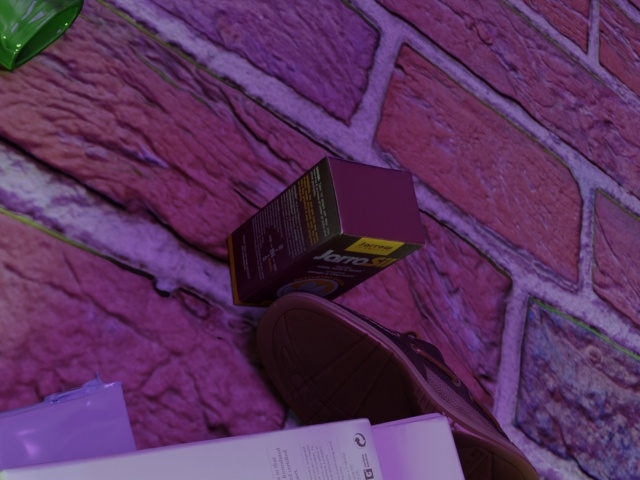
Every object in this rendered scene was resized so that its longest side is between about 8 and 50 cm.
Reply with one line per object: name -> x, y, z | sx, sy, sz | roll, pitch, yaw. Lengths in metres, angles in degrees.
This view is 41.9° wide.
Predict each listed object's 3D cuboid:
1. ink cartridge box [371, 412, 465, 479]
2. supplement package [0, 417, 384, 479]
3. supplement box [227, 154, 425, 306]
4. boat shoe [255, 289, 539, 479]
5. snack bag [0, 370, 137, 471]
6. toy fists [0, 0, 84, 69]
ink cartridge box -> 0.041, 0.301, 0.681 | 0.114, 0.198, 0.273 | 1, 65, -37
supplement package -> -0.101, 0.249, 0.553 | 0.262, 0.198, 0.199 | 2, 66, -39
supplement box -> 0.000, 0.000, 0.824 | 0.104, 0.188, 0.081 | 8, 62, -35
boat shoe -> 0.080, 0.158, 0.869 | 0.342, 0.123, 0.123 | 35, 19, -11
snack bag -> -0.242, 0.287, 0.581 | 0.323, 0.037, 0.343 | -8, 72, -41
toy fists -> -0.338, -0.205, 0.738 | 0.142, 0.096, 0.279 | 43, 49, -10
